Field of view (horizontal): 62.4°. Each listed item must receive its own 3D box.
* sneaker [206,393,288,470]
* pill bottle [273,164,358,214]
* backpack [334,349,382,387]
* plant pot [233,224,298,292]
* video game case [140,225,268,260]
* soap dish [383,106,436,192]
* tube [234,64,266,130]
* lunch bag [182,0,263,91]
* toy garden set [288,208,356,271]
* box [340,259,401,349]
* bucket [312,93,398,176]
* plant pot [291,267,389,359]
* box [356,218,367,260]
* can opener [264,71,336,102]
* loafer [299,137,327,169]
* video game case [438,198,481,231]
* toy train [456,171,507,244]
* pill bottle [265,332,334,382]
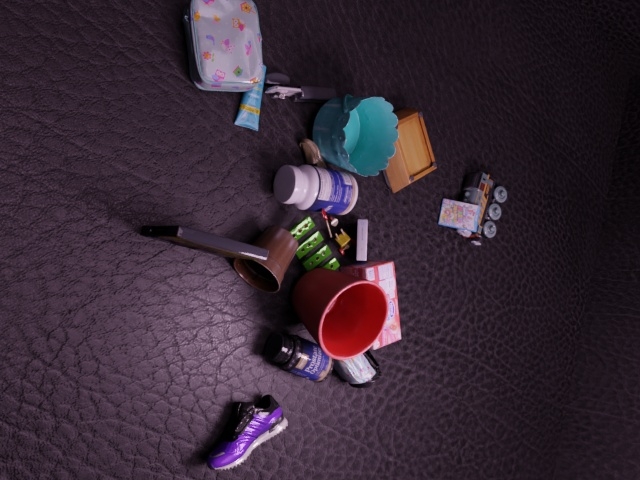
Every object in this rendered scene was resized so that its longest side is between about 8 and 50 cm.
[{"bbox_3d":[-0.244,0.579,1.642,0.293,0.102,0.146,-26,102,-41],"label":"sneaker"},{"bbox_3d":[-0.016,-0.173,1.785,0.265,0.153,0.153,6,86,-38],"label":"pill bottle"},{"bbox_3d":[0.114,0.440,1.900,0.115,0.152,0.182,-41,104,-37],"label":"backpack"},{"bbox_3d":[-0.161,0.051,1.673,0.167,0.167,0.165,52,52,-26],"label":"plant pot"},{"bbox_3d":[-0.323,0.006,1.473,0.275,0.248,0.035,18,80,-38],"label":"video game case"},{"bbox_3d":[0.336,-0.364,2.093,0.229,0.118,0.290,-30,107,-35],"label":"soap dish"},{"bbox_3d":[-0.219,-0.461,1.693,0.080,0.052,0.207,11,88,-24],"label":"tube"},{"bbox_3d":[-0.294,-0.592,1.580,0.224,0.108,0.279,-7,93,-25],"label":"lunch bag"},{"bbox_3d":[0.000,0.000,1.815,0.204,0.049,0.244,-40,127,-11],"label":"toy garden set"},{"bbox_3d":[0.186,0.231,1.955,0.154,0.142,0.299,-11,97,-39],"label":"box"},{"bbox_3d":[0.120,-0.371,1.840,0.281,0.183,0.281,-19,118,-39],"label":"bucket"},{"bbox_3d":[0.047,0.219,1.750,0.275,0.243,0.274,-12,112,-30],"label":"plant pot"},{"bbox_3d":[0.151,0.001,1.918,0.186,0.038,0.145,23,68,-83],"label":"box"},{"bbox_3d":[-0.067,-0.514,1.794,0.280,0.074,0.093,-4,91,-39],"label":"can opener"},{"bbox_3d":[-0.028,-0.288,1.837,0.148,0.056,0.050,55,53,-25],"label":"loafer"},{"bbox_3d":[0.606,-0.110,2.309,0.166,0.015,0.119,12,79,5],"label":"video game case"},{"bbox_3d":[0.717,-0.151,2.401,0.190,0.142,0.333,26,76,-22],"label":"toy train"},{"bbox_3d":[-0.070,0.385,1.758,0.219,0.123,0.122,30,72,-34],"label":"pill bottle"}]
